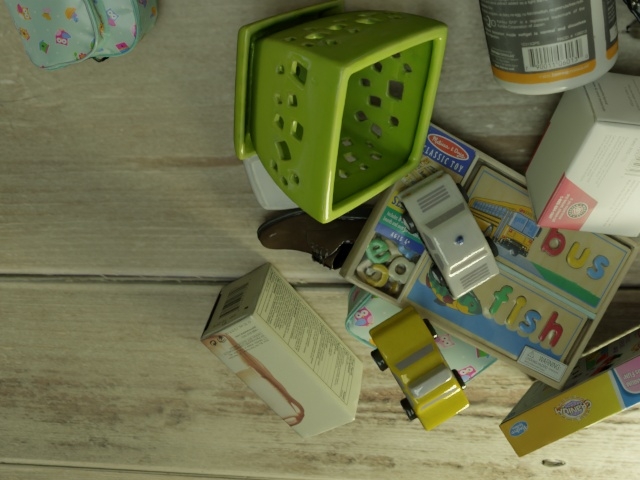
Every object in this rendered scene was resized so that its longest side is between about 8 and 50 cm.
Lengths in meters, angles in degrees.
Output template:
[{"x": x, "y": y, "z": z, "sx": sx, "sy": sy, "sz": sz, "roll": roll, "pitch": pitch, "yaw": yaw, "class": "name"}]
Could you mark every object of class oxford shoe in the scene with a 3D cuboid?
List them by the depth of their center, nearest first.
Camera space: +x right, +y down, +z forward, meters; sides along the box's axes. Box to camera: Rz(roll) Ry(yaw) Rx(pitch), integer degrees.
[{"x": 0.000, "y": 0.000, "z": 1.210, "sx": 0.227, "sy": 0.096, "sz": 0.083, "roll": -2, "pitch": 143, "yaw": 14, "class": "oxford shoe"}]

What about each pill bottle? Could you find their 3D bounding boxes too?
[{"x": 0.272, "y": -0.335, "z": 0.897, "sx": 0.162, "sy": 0.162, "sz": 0.278, "roll": -10, "pitch": 122, "yaw": 15, "class": "pill bottle"}]

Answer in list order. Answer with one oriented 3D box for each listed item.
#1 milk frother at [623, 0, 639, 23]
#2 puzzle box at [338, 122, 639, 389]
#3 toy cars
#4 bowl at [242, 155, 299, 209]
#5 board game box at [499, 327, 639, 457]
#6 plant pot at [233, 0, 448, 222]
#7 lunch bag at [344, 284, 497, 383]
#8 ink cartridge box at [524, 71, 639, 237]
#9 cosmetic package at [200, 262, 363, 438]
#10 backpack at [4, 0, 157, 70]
[{"x": 0.429, "y": -0.333, "z": 0.886, "sx": 0.135, "sy": 0.143, "sz": 0.129, "roll": -37, "pitch": 108, "yaw": 29, "class": "milk frother"}, {"x": 0.269, "y": 0.028, "z": 1.142, "sx": 0.409, "sy": 0.052, "sz": 0.272, "roll": 27, "pitch": 92, "yaw": -11, "class": "puzzle box"}, {"x": 0.174, "y": 0.097, "z": 1.066, "sx": 0.176, "sy": 0.087, "sz": 0.393, "roll": 10, "pitch": 96, "yaw": -9, "class": "toy cars"}, {"x": -0.054, "y": -0.109, "z": 1.174, "sx": 0.142, "sy": 0.053, "sz": 0.142, "roll": -8, "pitch": 124, "yaw": 12, "class": "bowl"}, {"x": 0.477, "y": 0.233, "z": 1.225, "sx": 0.316, "sy": 0.242, "sz": 0.064, "roll": -37, "pitch": 79, "yaw": 29, "class": "board game box"}, {"x": 0.011, "y": -0.195, "z": 0.982, "sx": 0.207, "sy": 0.228, "sz": 0.227, "roll": 32, "pitch": 133, "yaw": 29, "class": "plant pot"}, {"x": 0.188, "y": 0.127, "z": 1.271, "sx": 0.279, "sy": 0.108, "sz": 0.224, "roll": 31, "pitch": 125, "yaw": -13, "class": "lunch bag"}, {"x": 0.460, "y": -0.108, "z": 1.014, "sx": 0.283, "sy": 0.117, "sz": 0.207, "roll": 6, "pitch": 139, "yaw": -6, "class": "ink cartridge box"}, {"x": -0.063, "y": 0.206, "z": 1.340, "sx": 0.129, "sy": 0.153, "sz": 0.296, "roll": -29, "pitch": 115, "yaw": 27, "class": "cosmetic package"}, {"x": -0.329, "y": -0.327, "z": 1.007, "sx": 0.188, "sy": 0.144, "sz": 0.165, "roll": -9, "pitch": 118, "yaw": 11, "class": "backpack"}]
